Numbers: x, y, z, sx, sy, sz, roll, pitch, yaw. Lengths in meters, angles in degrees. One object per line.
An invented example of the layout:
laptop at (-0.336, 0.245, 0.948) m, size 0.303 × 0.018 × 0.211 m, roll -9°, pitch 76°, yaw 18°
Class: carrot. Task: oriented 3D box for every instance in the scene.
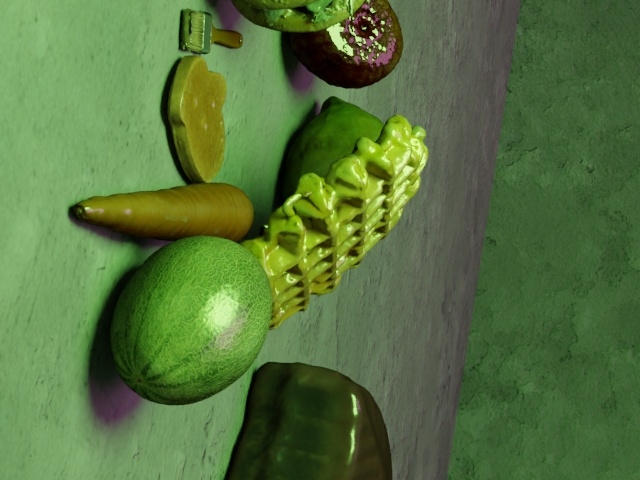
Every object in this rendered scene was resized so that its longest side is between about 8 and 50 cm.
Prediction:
carrot at (-0.136, -0.027, 1.239) m, size 0.336 × 0.069 × 0.069 m, roll 3°, pitch 92°, yaw -70°

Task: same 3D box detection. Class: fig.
fig at (0.040, -0.089, 1.661) m, size 0.167 × 0.167 × 0.233 m, roll 78°, pitch 31°, yaw -46°
fig at (0.010, -0.262, 1.646) m, size 0.146 × 0.134 × 0.201 m, roll 60°, pitch -15°, yaw -20°

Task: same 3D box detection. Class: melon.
melon at (-0.114, 0.069, 1.195) m, size 0.192 × 0.139 × 0.139 m, roll -52°, pitch 145°, yaw -44°

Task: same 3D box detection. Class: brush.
brush at (-0.110, -0.214, 1.361) m, size 0.170 × 0.014 × 0.043 m, roll -15°, pitch 111°, yaw -74°

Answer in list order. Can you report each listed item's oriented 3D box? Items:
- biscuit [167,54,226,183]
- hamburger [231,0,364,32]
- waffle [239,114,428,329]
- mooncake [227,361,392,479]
biscuit at (-0.123, -0.127, 1.323) m, size 0.118 × 0.023 × 0.140 m, roll -69°, pitch 157°, yaw -45°
hamburger at (-0.021, -0.301, 1.335) m, size 0.177 × 0.185 × 0.113 m, roll -33°, pitch 157°, yaw -12°
waffle at (0.006, -0.008, 1.446) m, size 0.329 × 0.062 × 0.329 m, roll -40°, pitch 166°, yaw -13°
mooncake at (-0.015, 0.312, 1.571) m, size 0.326 × 0.174 × 0.333 m, roll -36°, pitch 130°, yaw -67°
